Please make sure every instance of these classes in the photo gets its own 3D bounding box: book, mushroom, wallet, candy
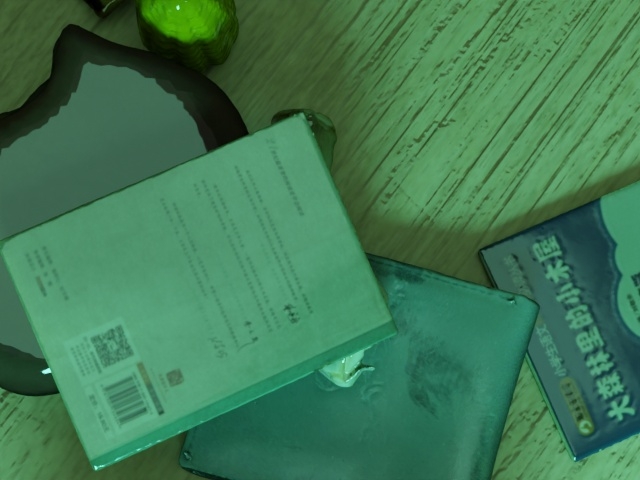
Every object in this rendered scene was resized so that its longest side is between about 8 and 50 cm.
[{"bbox_3d":[-0.100,0.039,1.146,0.282,0.025,0.215,-22,90,-10],"label":"book"},{"bbox_3d":[-0.002,0.001,1.257,0.096,0.099,0.278,-13,66,-7],"label":"mushroom"},{"bbox_3d":[0.038,0.134,1.284,0.290,0.054,0.251,16,75,10],"label":"wallet"},{"bbox_3d":[0.343,0.050,1.342,0.322,0.018,0.228,-23,83,-7],"label":"book"},{"bbox_3d":[-0.128,-0.214,1.265,0.094,0.199,0.106,-7,90,0],"label":"candy"}]

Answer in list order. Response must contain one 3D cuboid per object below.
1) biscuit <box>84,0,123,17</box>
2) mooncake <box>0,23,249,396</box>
[{"bbox_3d":[-0.206,-0.264,1.344,0.081,0.018,0.083,-42,61,-9],"label":"biscuit"},{"bbox_3d":[-0.227,-0.020,1.234,0.333,0.174,0.326,19,83,-3],"label":"mooncake"}]
